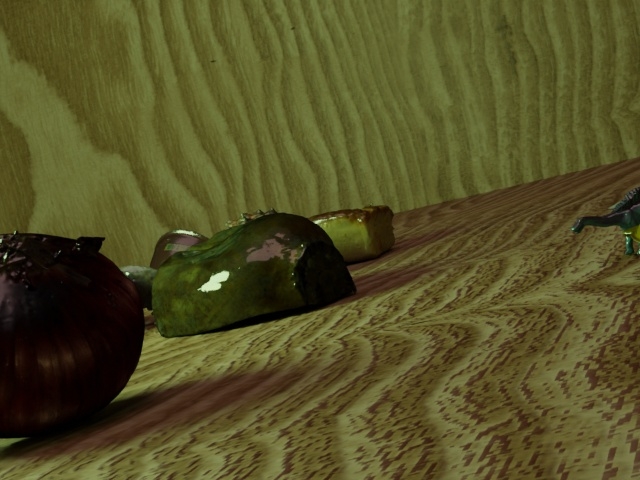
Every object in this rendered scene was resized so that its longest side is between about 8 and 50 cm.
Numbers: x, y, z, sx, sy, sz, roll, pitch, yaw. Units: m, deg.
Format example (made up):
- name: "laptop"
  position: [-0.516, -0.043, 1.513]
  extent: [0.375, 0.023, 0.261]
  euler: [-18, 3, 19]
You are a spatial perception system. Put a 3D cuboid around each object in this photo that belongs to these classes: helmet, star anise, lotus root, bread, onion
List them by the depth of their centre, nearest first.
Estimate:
- name: "onion"
  position: [-0.329, 0.122, 1.236]
  extent: [0.273, 0.285, 0.273]
  euler: [12, 30, -7]
- name: "lotus root"
  position: [-0.092, 0.044, 1.763]
  extent: [0.267, 0.149, 0.260]
  euler: [-21, 6, -37]
- name: "star anise"
  position: [-0.376, 0.103, 2.063]
  extent: [0.258, 0.110, 0.198]
  euler: [-13, -13, 40]
- name: "helmet"
  position: [-0.248, 0.072, 2.157]
  extent: [0.175, 0.155, 0.106]
  euler: [13, 38, 10]
- name: "bread"
  position: [0.000, 0.000, 2.341]
  extent: [0.275, 0.114, 0.185]
  euler: [-11, 5, 20]

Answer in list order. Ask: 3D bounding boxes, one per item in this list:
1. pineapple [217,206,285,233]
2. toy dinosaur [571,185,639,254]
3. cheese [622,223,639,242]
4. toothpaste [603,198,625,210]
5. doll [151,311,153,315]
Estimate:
- name: "pineapple"
  position: [-0.089, 0.016, 2.106]
  extent: [0.193, 0.166, 0.166]
  euler: [-18, 5, -36]
- name: "toy dinosaur"
  position: [0.397, -0.027, 1.412]
  extent: [0.197, 0.080, 0.045]
  euler: [-15, 1, -13]
- name: "cheese"
  position: [0.420, -0.008, 1.158]
  extent: [0.157, 0.064, 0.250]
  euler: [-18, 17, -36]
- name: "toothpaste"
  position: [0.569, -0.079, 1.987]
  extent: [0.190, 0.031, 0.048]
  euler: [-20, 8, -29]
- name: "doll"
  position: [-0.250, 0.120, 2.016]
  extent: [0.085, 0.040, 0.058]
  euler: [-20, 18, -17]
